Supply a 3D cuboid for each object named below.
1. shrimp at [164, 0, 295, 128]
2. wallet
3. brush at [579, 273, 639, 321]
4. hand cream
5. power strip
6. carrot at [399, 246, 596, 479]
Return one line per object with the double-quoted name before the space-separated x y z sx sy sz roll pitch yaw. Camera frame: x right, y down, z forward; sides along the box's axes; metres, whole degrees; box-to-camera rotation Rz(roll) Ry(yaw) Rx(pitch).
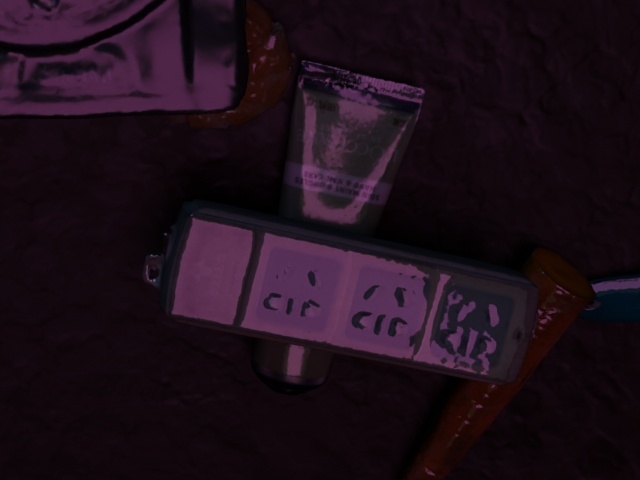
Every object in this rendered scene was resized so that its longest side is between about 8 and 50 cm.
"shrimp" -0.100 -0.136 0.871 0.180 0.041 0.099 33 117 -21
"wallet" -0.169 -0.230 0.795 0.247 0.041 0.323 -4 98 -10
"brush" 0.279 0.035 1.007 0.193 0.032 0.043 -3 116 4
"hand cream" 0.000 0.000 0.931 0.086 0.055 0.235 12 105 -10
"power strip" 0.022 0.036 0.894 0.272 0.052 0.078 13 98 -12
"carrot" 0.115 0.110 0.993 0.057 0.057 0.224 28 107 -19
